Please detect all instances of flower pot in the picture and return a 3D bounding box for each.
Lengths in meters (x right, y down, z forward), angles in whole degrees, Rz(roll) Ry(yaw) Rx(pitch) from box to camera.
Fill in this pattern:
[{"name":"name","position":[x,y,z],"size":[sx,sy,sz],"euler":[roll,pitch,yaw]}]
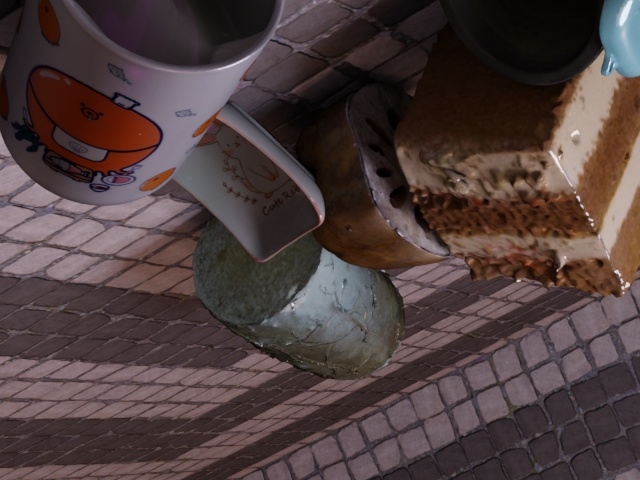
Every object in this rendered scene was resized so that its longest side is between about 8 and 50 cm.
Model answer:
[{"name":"flower pot","position":[0.253,-0.304,1.610],"size":[0.148,0.235,0.235],"euler":[-35,174,-38]}]

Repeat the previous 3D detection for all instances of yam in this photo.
[{"name":"yam","position":[-0.024,0.070,2.200],"size":[0.241,0.241,0.348],"euler":[-27,147,14]}]

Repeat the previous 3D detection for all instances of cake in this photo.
[{"name":"cake","position":[0.261,-0.113,1.795],"size":[0.256,0.282,0.290],"euler":[1,145,42]}]

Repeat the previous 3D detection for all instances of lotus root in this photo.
[{"name":"lotus root","position":[0.064,-0.072,1.954],"size":[0.192,0.272,0.272],"euler":[-21,166,32]}]

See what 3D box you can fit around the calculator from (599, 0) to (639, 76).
[{"name":"calculator","position":[0.381,-0.336,1.511],"size":[0.386,0.054,0.256],"euler":[-61,158,1]}]

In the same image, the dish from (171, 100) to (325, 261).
[{"name":"dish","position":[-0.096,-0.086,1.855],"size":[0.151,0.212,0.077],"euler":[-33,-160,46]}]

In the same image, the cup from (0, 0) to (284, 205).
[{"name":"cup","position":[-0.185,-0.174,1.416],"size":[0.212,0.212,0.317],"euler":[-13,162,-27]}]

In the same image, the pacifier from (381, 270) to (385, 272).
[{"name":"pacifier","position":[0.067,0.023,2.478],"size":[0.126,0.116,0.150],"euler":[-52,152,8]}]
